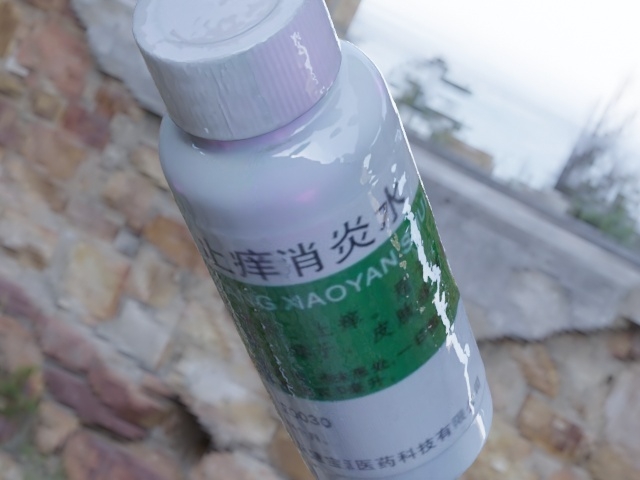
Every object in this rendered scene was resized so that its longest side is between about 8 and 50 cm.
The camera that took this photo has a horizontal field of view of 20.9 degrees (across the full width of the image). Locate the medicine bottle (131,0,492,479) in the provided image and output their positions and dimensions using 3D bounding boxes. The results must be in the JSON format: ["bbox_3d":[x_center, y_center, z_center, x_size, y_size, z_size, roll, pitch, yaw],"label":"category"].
[{"bbox_3d":[0.000,0.000,0.695,0.095,0.095,0.260,33,-24,42],"label":"medicine bottle"}]
